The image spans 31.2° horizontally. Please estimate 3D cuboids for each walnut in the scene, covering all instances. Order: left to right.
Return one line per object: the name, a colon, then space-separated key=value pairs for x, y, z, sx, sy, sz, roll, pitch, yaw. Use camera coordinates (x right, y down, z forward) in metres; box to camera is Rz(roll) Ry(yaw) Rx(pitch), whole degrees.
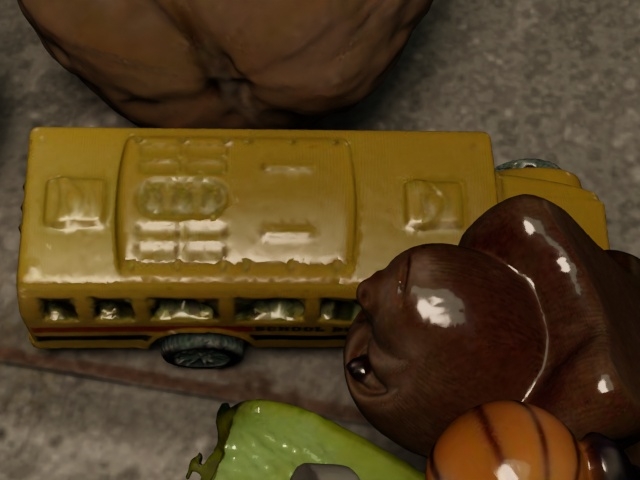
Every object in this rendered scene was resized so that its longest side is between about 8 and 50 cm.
walnut: x=-0.048 y=-0.190 z=0.684 sx=0.227 sy=0.273 sz=0.273 roll=25 pitch=62 yaw=-31

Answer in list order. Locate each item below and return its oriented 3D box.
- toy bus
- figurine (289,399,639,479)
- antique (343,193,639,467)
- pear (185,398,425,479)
toy bus: x=0.000 y=0.000 z=0.659 sx=0.336 sy=0.123 sz=0.121 roll=0 pitch=66 yaw=-3
figurine: x=0.108 y=0.135 z=0.431 sx=0.236 sy=0.176 sz=0.133 roll=5 pitch=38 yaw=-13
antique: x=0.110 y=0.073 z=0.574 sx=0.143 sy=0.257 sz=0.121 roll=-30 pitch=57 yaw=25
pear: x=0.021 y=0.259 z=0.520 sx=0.282 sy=0.176 sz=0.286 roll=22 pitch=49 yaw=0
